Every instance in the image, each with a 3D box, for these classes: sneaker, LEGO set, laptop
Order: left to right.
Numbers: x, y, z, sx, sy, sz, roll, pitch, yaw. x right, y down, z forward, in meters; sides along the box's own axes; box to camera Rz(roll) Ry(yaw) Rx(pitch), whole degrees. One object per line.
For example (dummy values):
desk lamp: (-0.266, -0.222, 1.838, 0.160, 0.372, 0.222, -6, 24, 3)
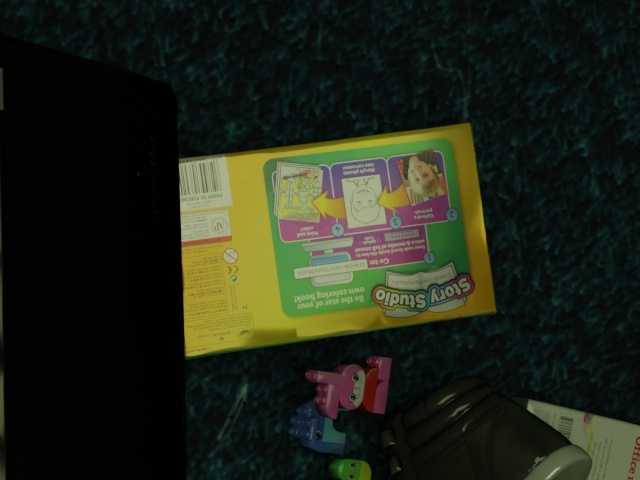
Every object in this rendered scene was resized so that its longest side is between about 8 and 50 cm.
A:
laptop: (-0.287, 0.056, 1.380, 0.408, 0.236, 0.382, -1, 85, -11)
LEGO set: (-0.017, 0.203, 1.594, 0.093, 0.087, 0.227, 10, 85, -28)
sneaker: (0.085, 0.240, 1.623, 0.295, 0.104, 0.147, -49, 59, 13)

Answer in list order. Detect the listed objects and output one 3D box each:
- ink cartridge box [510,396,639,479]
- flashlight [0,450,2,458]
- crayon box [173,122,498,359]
ink cartridge box: (0.221, 0.193, 1.672, 0.122, 0.052, 0.088, 14, 85, -12)
flashlight: (-0.353, 0.084, 1.194, 0.304, 0.103, 0.103, 41, 105, -6)
crayon box: (0.000, 0.000, 1.611, 0.278, 0.081, 0.165, -7, 90, -14)
